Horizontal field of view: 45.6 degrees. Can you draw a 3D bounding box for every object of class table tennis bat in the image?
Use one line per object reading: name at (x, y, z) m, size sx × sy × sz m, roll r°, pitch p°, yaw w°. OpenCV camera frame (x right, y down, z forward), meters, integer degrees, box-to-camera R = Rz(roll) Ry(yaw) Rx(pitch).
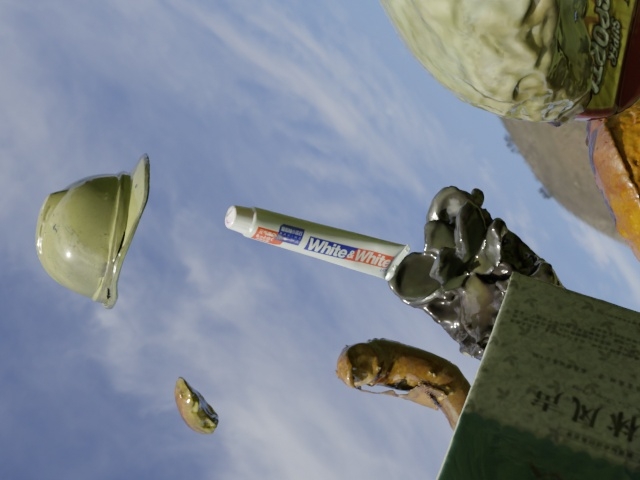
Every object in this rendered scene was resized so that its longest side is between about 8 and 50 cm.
table tennis bat at (0.343, -0.261, 0.923) m, size 0.414 × 0.051 × 0.268 m, roll 20°, pitch -100°, yaw -24°

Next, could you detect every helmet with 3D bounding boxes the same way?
helmet at (-0.358, -0.024, 1.160) m, size 0.137 × 0.257 × 0.204 m, roll 12°, pitch -155°, yaw -22°

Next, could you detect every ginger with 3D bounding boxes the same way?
ginger at (0.166, 0.256, 1.416) m, size 0.309 × 0.107 × 0.133 m, roll 20°, pitch -148°, yaw -16°

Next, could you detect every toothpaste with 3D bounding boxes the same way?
toothpaste at (0.000, 0.000, 0.825) m, size 0.218 × 0.052 × 0.033 m, roll 16°, pitch -153°, yaw -29°

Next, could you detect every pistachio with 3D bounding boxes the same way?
pistachio at (-0.210, 0.285, 1.271) m, size 0.089 × 0.049 × 0.173 m, roll 44°, pitch 167°, yaw 26°

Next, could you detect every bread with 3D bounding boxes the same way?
bread at (0.526, -0.089, 1.176) m, size 0.312 × 0.172 × 0.312 m, roll 45°, pitch -150°, yaw -35°

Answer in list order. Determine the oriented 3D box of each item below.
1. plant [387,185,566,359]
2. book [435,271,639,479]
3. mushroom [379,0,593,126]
plant at (0.241, 0.069, 1.105) m, size 0.276 × 0.199 × 0.188 m, roll 40°, pitch -175°, yaw -31°
book at (0.254, 0.205, 0.705) m, size 0.264 × 0.031 × 0.379 m, roll 16°, pitch -129°, yaw 18°
mushroom at (0.108, -0.200, 0.320) m, size 0.164 × 0.267 × 0.189 m, roll 13°, pitch -140°, yaw -50°
